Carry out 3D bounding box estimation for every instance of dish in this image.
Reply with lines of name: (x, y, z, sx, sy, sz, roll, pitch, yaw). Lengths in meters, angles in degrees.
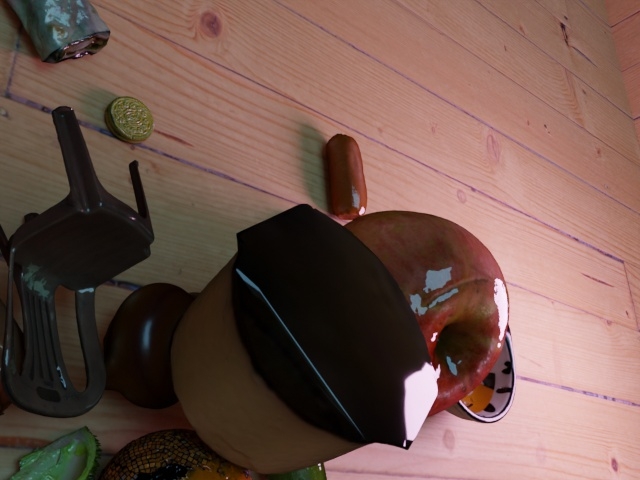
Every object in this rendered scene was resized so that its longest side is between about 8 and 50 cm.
dish: (0.290, 0.249, 1.444, 0.303, 0.120, 0.303, 21, 58, -38)

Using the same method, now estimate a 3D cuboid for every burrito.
burrito: (-0.439, -0.401, 1.086, 0.229, 0.089, 0.144, 58, 41, -8)

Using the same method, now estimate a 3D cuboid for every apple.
apple: (0.137, 0.117, 1.198, 0.364, 0.364, 0.364, 20, 58, -36)

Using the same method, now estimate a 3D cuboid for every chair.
chair: (-0.304, 0.029, 0.850, 0.326, 0.183, 0.175, 63, 8, 29)

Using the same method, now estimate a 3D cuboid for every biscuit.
biscuit: (-0.320, -0.204, 1.147, 0.084, 0.023, 0.084, 20, 58, -36)

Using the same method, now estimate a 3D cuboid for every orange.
orange: (-0.191, 0.368, 0.893, 0.234, 0.182, 0.234, 2, 87, -43)

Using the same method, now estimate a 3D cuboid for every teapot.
teapot: (-0.245, 0.139, 0.996, 0.252, 0.135, 0.178, -57, 148, -62)

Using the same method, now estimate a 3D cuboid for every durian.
durian: (-0.352, 0.320, 0.851, 0.100, 0.086, 0.215, 33, 37, 17)

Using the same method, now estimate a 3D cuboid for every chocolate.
chocolate: (-0.047, 0.163, 0.903, 0.314, 0.297, 0.326, 50, 24, 2)

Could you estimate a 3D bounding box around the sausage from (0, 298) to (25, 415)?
sausage: (-0.455, 0.077, 0.817, 0.121, 0.121, 0.304, -36, 99, -46)

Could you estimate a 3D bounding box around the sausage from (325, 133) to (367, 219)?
sausage: (0.054, -0.136, 1.438, 0.076, 0.076, 0.198, 13, 61, -40)

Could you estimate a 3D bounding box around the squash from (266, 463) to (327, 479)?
squash: (-0.059, 0.303, 1.105, 0.101, 0.101, 0.379, -8, 78, -45)
